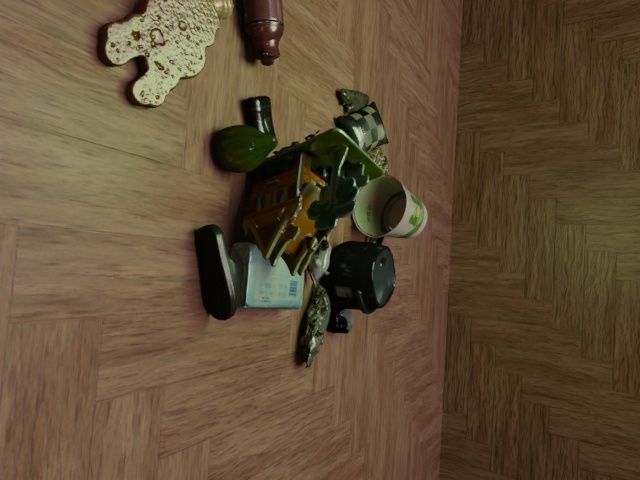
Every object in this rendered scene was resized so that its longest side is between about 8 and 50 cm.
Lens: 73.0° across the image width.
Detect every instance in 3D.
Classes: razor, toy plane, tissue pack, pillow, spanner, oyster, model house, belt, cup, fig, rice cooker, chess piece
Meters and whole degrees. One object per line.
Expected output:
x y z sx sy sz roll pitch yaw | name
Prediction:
-0.166 -0.330 1.220 0.090 0.054 0.148 -36 123 -53 | razor
0.004 0.003 1.479 0.182 0.107 0.273 65 36 -45 | toy plane
-0.150 0.108 1.243 0.263 0.089 0.177 14 77 -56 | tissue pack
0.171 -0.431 1.711 0.249 0.105 0.186 -34 111 -39 | pillow
0.137 -0.546 1.719 0.241 0.051 0.093 -22 119 -59 | pillow
0.222 0.045 1.891 0.325 0.040 0.096 -61 147 -30 | spanner
-0.016 0.296 1.475 0.199 0.086 0.253 -41 134 -62 | oyster
-0.018 -0.068 1.127 0.242 0.357 0.313 30 55 -46 | model house
0.071 0.303 1.651 0.140 0.058 0.106 31 60 -52 | belt
0.302 -0.117 1.800 0.273 0.252 0.254 16 78 -52 | cup
-0.184 -0.235 1.100 0.123 0.156 0.124 -1 90 -65 | fig
0.142 0.132 1.599 0.267 0.224 0.268 0 90 -60 | rice cooker
-0.273 -0.562 1.029 0.122 0.066 0.066 -34 120 -47 | chess piece
0.241 -0.289 1.874 0.198 0.092 0.260 -48 134 -42 | oyster

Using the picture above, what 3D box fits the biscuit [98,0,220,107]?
-0.328 -0.424 0.926 0.295 0.044 0.186 -52 138 -30 | biscuit

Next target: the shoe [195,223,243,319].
-0.237 0.075 1.077 0.093 0.107 0.241 -21 106 -53 | shoe

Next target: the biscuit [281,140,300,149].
-0.081 -0.213 1.388 0.182 0.034 0.216 10 83 -59 | biscuit

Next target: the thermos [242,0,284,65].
-0.164 -0.647 1.176 0.109 0.136 0.331 -10 101 -30 | thermos
